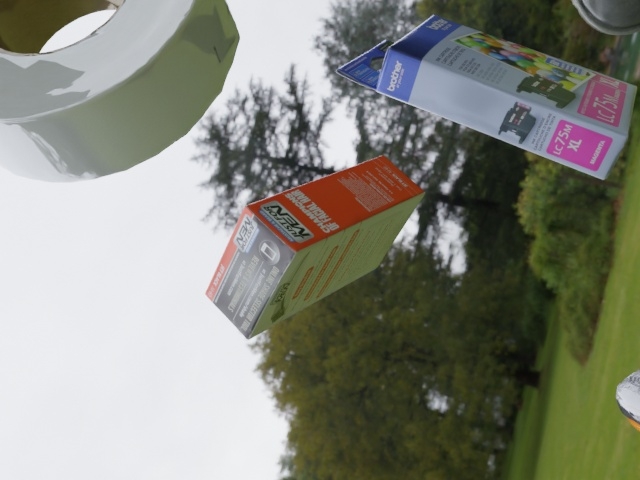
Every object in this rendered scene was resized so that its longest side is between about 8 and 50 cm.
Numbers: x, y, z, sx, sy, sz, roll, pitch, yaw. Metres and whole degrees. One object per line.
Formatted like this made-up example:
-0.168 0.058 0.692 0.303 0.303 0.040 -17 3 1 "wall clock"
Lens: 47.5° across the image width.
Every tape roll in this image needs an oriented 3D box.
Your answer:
-0.225 -0.197 0.675 0.100 0.286 0.286 70 -144 -61 "tape roll"

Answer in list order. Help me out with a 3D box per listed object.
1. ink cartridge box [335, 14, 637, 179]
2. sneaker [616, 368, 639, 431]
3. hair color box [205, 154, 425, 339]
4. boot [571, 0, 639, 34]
0.193 -0.181 0.825 0.186 0.311 0.065 -48 -25 -54 "ink cartridge box"
0.336 0.174 0.445 0.125 0.321 0.180 -21 -78 -27 "sneaker"
0.000 0.000 0.555 0.167 0.053 0.093 -26 -27 -49 "hair color box"
0.180 -0.203 0.382 0.208 0.076 0.189 -75 -23 -73 "boot"
